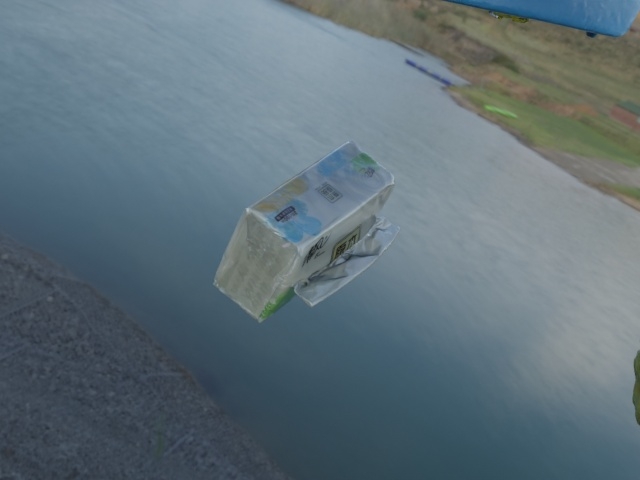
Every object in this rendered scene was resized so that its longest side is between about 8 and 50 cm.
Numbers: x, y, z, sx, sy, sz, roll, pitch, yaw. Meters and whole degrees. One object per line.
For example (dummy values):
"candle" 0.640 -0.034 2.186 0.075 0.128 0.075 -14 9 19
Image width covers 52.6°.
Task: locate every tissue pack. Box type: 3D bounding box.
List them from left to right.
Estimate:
"tissue pack" 0.000 0.000 0.850 0.145 0.159 0.229 41 44 11

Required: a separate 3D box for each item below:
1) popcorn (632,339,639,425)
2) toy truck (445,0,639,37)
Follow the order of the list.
"popcorn" 0.449 0.131 0.557 0.335 0.279 0.274 3 17 9
"toy truck" 0.164 -0.311 0.672 0.384 0.161 0.162 5 28 -18
